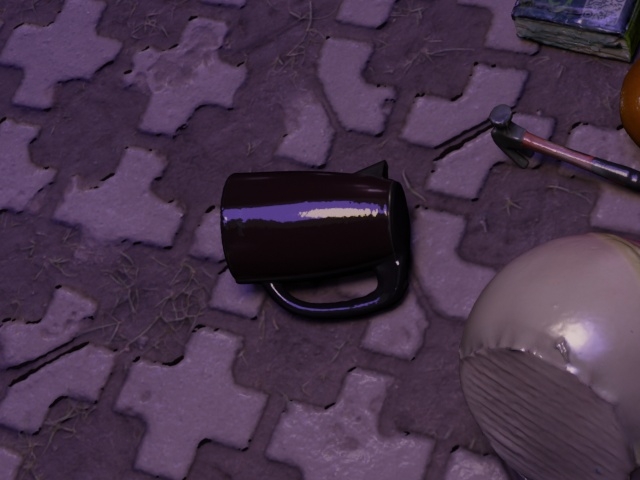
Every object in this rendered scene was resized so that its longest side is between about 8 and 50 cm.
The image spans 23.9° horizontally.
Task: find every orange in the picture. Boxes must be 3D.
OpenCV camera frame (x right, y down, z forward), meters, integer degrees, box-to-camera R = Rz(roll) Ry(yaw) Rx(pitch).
[{"bbox_3d":[0.453,-0.172,1.891,0.156,0.124,0.156,-3,79,13],"label":"orange"}]

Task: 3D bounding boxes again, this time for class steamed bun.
[{"bbox_3d":[0.322,0.116,1.685,0.309,0.309,0.309,-9,59,15],"label":"steamed bun"}]

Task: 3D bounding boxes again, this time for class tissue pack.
[{"bbox_3d":[0.380,-0.367,2.057,0.173,0.073,0.235,14,67,26],"label":"tissue pack"}]

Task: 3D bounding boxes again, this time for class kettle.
[{"bbox_3d":[0.000,0.000,1.950,0.232,0.144,0.202,-3,80,15],"label":"kettle"}]

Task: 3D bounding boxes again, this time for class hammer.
[{"bbox_3d":[0.350,-0.094,1.905,0.287,0.111,0.033,22,74,20],"label":"hammer"}]
